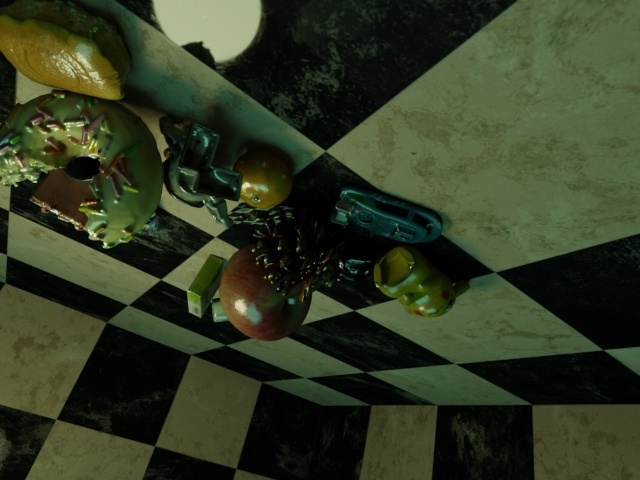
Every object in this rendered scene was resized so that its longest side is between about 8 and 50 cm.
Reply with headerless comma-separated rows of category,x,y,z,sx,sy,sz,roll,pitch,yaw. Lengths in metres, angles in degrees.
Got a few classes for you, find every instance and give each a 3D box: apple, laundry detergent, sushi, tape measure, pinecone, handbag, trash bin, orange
apple,-0.192,0.168,1.415,0.269,0.345,0.345,23,157,32
laundry detergent,-0.334,0.291,1.843,0.280,0.105,0.215,-6,175,-17
sushi,-0.175,-0.089,1.193,0.210,0.040,0.192,0,167,-35
tape measure,-0.001,-0.001,1.293,0.094,0.054,0.091,27,144,-30
pinecone,-0.063,0.029,1.135,0.264,0.264,0.264,11,149,7
handbag,-0.778,-0.126,1.329,0.059,0.157,0.212,-14,139,40
trash bin,-0.560,-0.203,1.123,0.175,0.176,0.161,7,162,13
orange,-0.146,-0.150,1.043,0.156,0.124,0.156,15,153,8

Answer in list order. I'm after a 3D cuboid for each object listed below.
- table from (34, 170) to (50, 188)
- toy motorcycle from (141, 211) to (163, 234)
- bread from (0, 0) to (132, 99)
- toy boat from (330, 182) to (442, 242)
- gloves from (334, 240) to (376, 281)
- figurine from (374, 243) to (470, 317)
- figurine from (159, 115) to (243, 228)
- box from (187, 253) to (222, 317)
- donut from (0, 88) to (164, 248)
table,-0.883,-0.176,1.408,0.133,0.043,0.133,12,150,7
toy motorcycle,-0.624,-0.073,1.423,0.254,0.092,0.135,-3,155,44
bread,-0.511,-0.379,0.834,0.245,0.121,0.174,13,149,1
toy boat,0.177,-0.046,1.109,0.298,0.092,0.134,19,146,-5
gloves,0.104,0.082,1.337,0.164,0.124,0.203,25,145,20
figurine,0.297,0.141,1.279,0.218,0.169,0.326,-36,119,26
figurine,-0.307,-0.164,1.023,0.143,0.309,0.308,-17,165,-31
box,-0.465,0.188,1.687,0.062,0.175,0.260,26,149,-2
donut,-0.533,-0.182,0.941,0.371,0.307,0.150,33,179,-1
